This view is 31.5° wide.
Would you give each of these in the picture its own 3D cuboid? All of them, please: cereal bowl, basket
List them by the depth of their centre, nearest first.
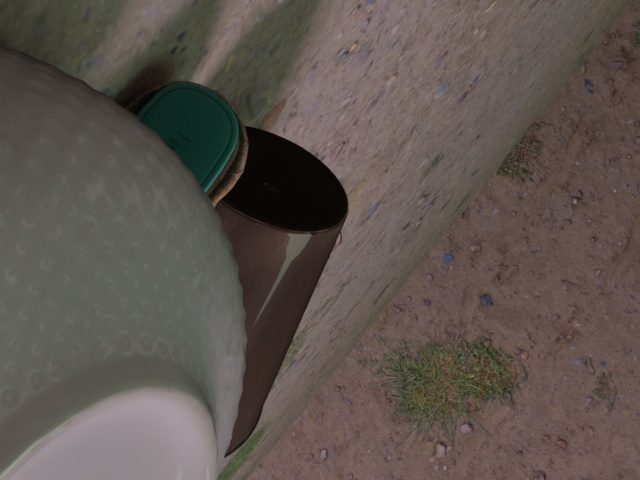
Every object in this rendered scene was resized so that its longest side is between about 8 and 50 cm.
[{"bbox_3d":[-0.145,0.095,0.463,0.339,0.141,0.339,-39,143,-38],"label":"cereal bowl"},{"bbox_3d":[-0.081,0.038,0.876,0.204,0.154,0.226,-41,162,-55],"label":"basket"}]

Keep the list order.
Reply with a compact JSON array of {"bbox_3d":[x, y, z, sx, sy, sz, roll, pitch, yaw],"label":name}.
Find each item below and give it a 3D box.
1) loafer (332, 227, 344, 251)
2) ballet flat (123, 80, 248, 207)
[{"bbox_3d":[0.000,0.000,1.421,0.039,0.045,0.125,-42,171,-16],"label":"loafer"},{"bbox_3d":[-0.155,0.038,0.670,0.316,0.107,0.106,-47,-177,-23],"label":"ballet flat"}]
